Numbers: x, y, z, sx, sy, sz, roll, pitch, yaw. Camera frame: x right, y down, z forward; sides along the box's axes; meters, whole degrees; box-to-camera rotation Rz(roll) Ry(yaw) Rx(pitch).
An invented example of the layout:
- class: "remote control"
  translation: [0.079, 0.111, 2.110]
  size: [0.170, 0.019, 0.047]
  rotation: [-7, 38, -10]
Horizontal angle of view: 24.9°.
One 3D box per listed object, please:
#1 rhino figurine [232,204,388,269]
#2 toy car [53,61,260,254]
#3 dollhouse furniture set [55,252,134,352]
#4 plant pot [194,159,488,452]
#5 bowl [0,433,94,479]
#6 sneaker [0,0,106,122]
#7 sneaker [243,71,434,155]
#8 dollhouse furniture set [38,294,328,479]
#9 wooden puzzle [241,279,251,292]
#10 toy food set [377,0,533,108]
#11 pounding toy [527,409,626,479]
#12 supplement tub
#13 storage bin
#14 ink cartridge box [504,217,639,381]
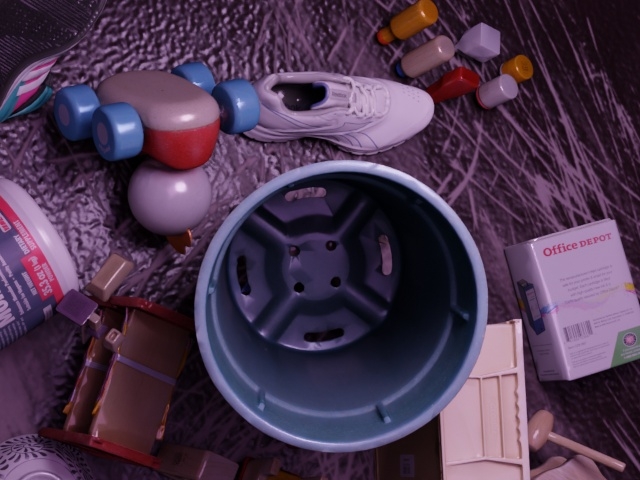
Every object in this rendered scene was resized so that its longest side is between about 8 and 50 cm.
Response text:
- class: "rhino figurine"
  translation: [0.000, 0.000, 2.033]
  size: [0.243, 0.073, 0.106]
  rotation: [0, 79, -15]
- class: "toy car"
  translation: [-0.216, -0.097, 1.943]
  size: [0.219, 0.210, 0.238]
  rotation: [-16, 116, -33]
- class: "dollhouse furniture set"
  translation: [-0.263, 0.085, 1.832]
  size: [0.091, 0.081, 0.114]
  rotation: [31, 64, 10]
- class: "plant pot"
  translation: [0.008, 0.058, 1.820]
  size: [0.341, 0.334, 0.341]
  rotation: [-1, 97, -6]
- class: "bowl"
  translation: [-0.366, 0.334, 1.862]
  size: [0.170, 0.080, 0.170]
  rotation: [2, 82, -18]
- class: "sneaker"
  translation: [-0.375, -0.253, 1.883]
  size: [0.295, 0.178, 0.124]
  rotation: [-42, 98, 10]
- class: "sneaker"
  translation: [0.030, -0.185, 2.042]
  size: [0.297, 0.129, 0.111]
  rotation: [-2, 82, -21]
- class: "dollhouse furniture set"
  translation: [-0.160, 0.231, 1.934]
  size: [0.374, 0.152, 0.201]
  rotation: [27, 74, -32]
- class: "wooden puzzle"
  translation: [-0.076, 0.112, 2.026]
  size: [0.116, 0.014, 0.078]
  rotation: [46, 71, -8]
- class: "toy food set"
  translation: [0.198, -0.258, 2.145]
  size: [0.232, 0.104, 0.111]
  rotation: [20, 62, -34]
- class: "pounding toy"
  translation: [0.360, 0.387, 2.065]
  size: [0.269, 0.155, 0.154]
  rotation: [48, 67, -8]
- class: "supplement tub"
  translation: [-0.458, 0.064, 1.806]
  size: [0.272, 0.191, 0.191]
  rotation: [-34, 95, -20]
- class: "storage bin"
  translation: [0.170, 0.248, 1.962]
  size: [0.123, 0.262, 0.260]
  rotation: [0, 83, -18]
- class: "ink cartridge box"
  translation: [0.381, 0.088, 2.146]
  size: [0.154, 0.093, 0.212]
  rotation: [-15, 89, -21]
